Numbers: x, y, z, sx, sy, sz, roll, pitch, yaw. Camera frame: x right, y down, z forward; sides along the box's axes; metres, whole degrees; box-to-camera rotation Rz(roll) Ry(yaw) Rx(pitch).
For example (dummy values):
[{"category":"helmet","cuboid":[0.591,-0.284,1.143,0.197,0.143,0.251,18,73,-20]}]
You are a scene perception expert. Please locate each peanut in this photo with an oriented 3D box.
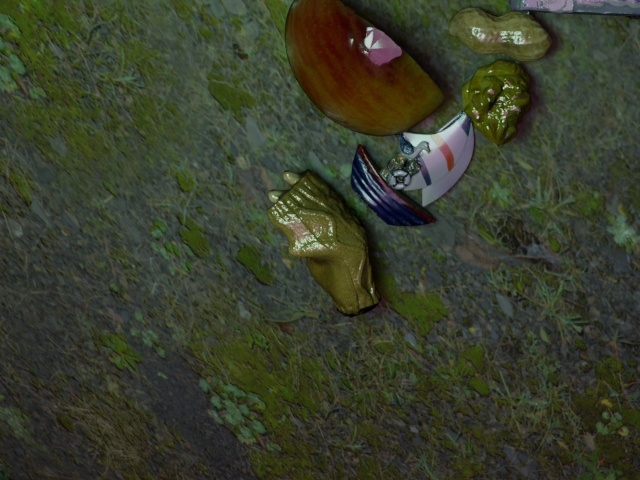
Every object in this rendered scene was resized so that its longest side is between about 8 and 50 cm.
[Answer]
[{"category":"peanut","cuboid":[0.332,-0.385,1.406,0.193,0.089,0.089,12,118,8]}]

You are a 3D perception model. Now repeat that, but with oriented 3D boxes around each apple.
[{"category":"apple","cuboid":[0.067,-0.334,1.444,0.346,0.179,0.254,38,136,-6]}]

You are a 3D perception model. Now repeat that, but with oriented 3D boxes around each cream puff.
[{"category":"cream puff","cuboid":[0.339,-0.258,1.432,0.146,0.116,0.146,-5,131,-6]}]

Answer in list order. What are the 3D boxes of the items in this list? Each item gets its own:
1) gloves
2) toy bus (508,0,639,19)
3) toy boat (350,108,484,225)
[{"category":"gloves","cuboid":[0.017,-0.002,1.623,0.155,0.203,0.356,-35,110,3]},{"category":"toy bus","cuboid":[0.488,-0.435,1.312,0.317,0.138,0.112,4,115,10]},{"category":"toy boat","cuboid":[0.221,-0.143,1.573,0.319,0.072,0.219,-18,108,11]}]
